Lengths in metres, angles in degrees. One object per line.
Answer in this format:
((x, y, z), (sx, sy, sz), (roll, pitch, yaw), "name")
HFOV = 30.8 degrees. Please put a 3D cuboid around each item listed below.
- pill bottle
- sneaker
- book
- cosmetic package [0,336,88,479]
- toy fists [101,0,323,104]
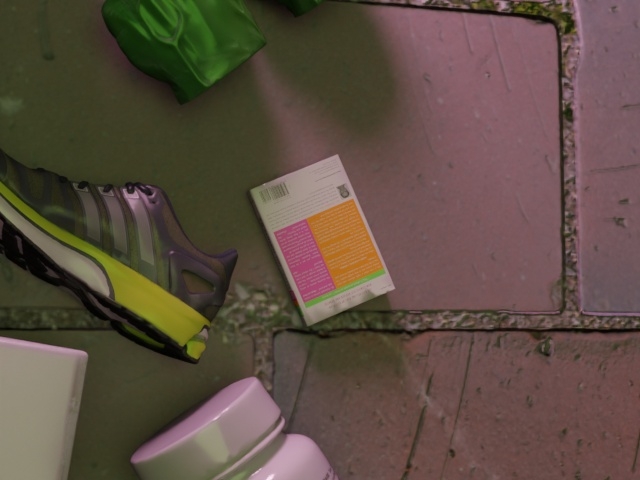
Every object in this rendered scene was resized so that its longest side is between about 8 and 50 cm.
((-0.037, 0.275, 1.036), (0.160, 0.160, 0.283), (-33, 94, -16), "pill bottle")
((-0.207, -0.014, 1.055), (0.300, 0.111, 0.121), (39, 66, -15), "sneaker")
((0.000, 0.000, 1.140), (0.096, 0.035, 0.144), (-22, 91, -13), "book")
((-0.427, 0.128, 0.904), (0.453, 0.230, 0.161), (11, 81, -15), "cosmetic package")
((-0.081, -0.258, 1.109), (0.279, 0.096, 0.142), (-40, 106, -17), "toy fists")
